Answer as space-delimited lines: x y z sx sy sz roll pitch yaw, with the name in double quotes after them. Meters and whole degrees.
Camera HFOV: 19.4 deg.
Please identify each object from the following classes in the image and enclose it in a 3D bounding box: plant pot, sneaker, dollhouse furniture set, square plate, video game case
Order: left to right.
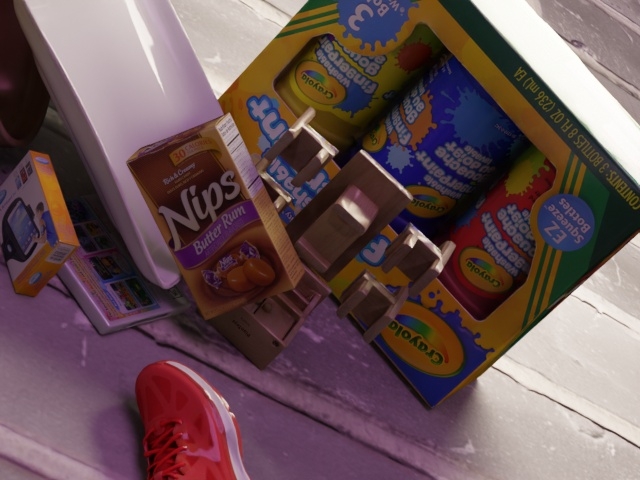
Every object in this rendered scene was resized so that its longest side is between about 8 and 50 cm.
-0.353 -0.214 1.906 0.110 0.237 0.237 3 30 9 "plant pot"
-0.220 0.020 1.918 0.157 0.019 0.143 53 30 14 "video game case"
-0.196 -0.140 2.008 0.347 0.049 0.344 65 21 -7 "square plate"
-0.135 0.205 1.715 0.128 0.087 0.221 1 49 -53 "sneaker"
0.000 0.000 1.993 0.212 0.242 0.161 43 28 -3 "dollhouse furniture set"

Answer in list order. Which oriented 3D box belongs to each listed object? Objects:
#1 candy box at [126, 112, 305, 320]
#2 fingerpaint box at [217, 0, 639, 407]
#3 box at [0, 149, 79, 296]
-0.105 -0.023 1.893 0.186 0.109 0.053 64 22 -12 "candy box"
0.131 -0.097 2.156 0.445 0.371 0.163 50 27 8 "fingerpaint box"
-0.283 -0.023 1.827 0.028 0.081 0.136 13 41 -43 "box"
